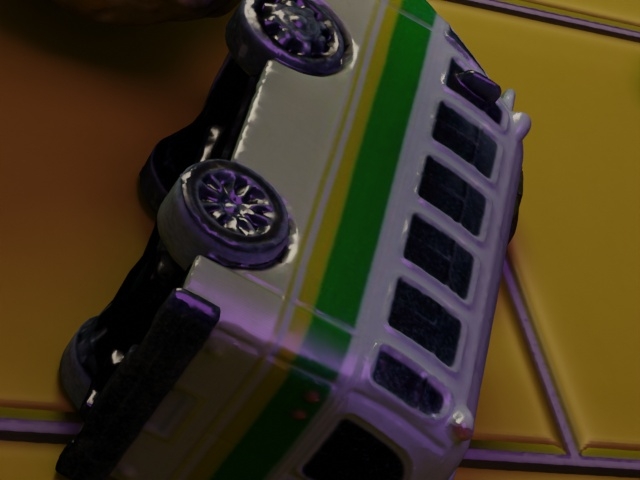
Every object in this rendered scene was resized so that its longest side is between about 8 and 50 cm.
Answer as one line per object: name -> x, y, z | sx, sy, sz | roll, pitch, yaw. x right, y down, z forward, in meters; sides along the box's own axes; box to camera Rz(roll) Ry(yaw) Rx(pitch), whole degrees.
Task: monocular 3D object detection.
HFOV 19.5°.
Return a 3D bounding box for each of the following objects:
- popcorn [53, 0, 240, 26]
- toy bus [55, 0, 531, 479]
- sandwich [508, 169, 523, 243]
popcorn -> -0.090, -0.216, 0.911 | 0.286, 0.173, 0.225 | 8, 89, -60
toy bus -> 0.000, 0.000, 0.834 | 0.164, 0.134, 0.276 | 28, 42, -10
sandwich -> 0.077, -0.037, 1.002 | 0.067, 0.029, 0.135 | 15, 45, -25
